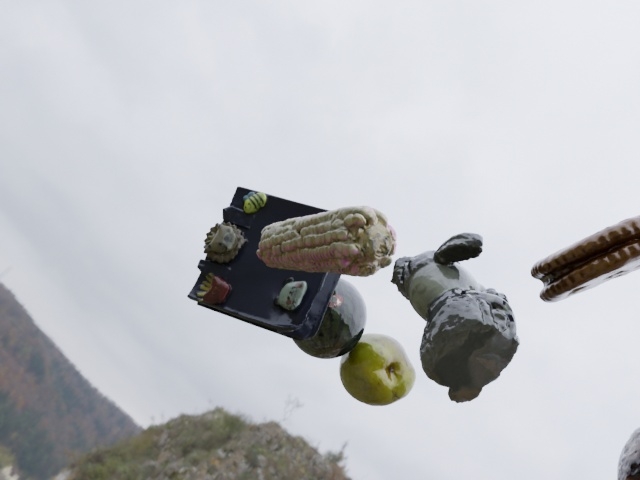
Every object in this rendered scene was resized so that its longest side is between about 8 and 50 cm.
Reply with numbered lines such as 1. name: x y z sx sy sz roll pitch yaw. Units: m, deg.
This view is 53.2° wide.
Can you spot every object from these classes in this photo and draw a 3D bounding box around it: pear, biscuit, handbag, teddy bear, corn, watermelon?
1. pear: 0.141 0.333 1.652 0.200 0.200 0.200 31 -30 20
2. biscuit: 0.414 0.025 0.927 0.066 0.221 0.220 69 -24 14
3. handbag: -0.122 0.046 1.486 0.329 0.303 0.122 17 -18 17
4. teddy bear: 0.210 0.087 0.944 0.144 0.251 0.171 14 -46 -20
5. corn: 0.001 0.002 1.188 0.335 0.126 0.126 0 -50 53
6. watermelon: 0.015 0.187 1.600 0.212 0.212 0.212 31 -30 20

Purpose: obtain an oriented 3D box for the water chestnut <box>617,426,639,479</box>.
1. water chestnut: 0.705 0.449 1.117 0.335 0.347 0.335 50 10 -12
